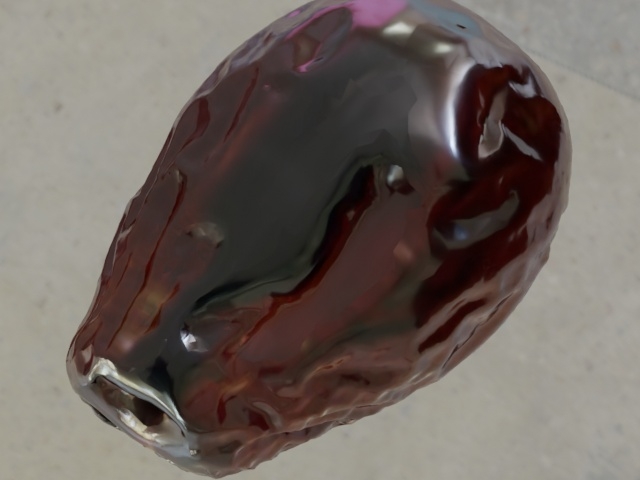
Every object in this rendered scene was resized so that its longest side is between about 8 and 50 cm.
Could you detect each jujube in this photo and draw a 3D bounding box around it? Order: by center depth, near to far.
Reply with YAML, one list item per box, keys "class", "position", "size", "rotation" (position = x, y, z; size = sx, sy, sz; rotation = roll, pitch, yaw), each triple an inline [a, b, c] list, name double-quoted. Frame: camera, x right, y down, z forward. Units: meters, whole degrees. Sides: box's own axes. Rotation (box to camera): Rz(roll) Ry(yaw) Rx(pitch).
- class: "jujube"
  position: [0.000, 0.000, 0.763]
  size: [0.168, 0.168, 0.236]
  rotation: [30, 65, 35]
